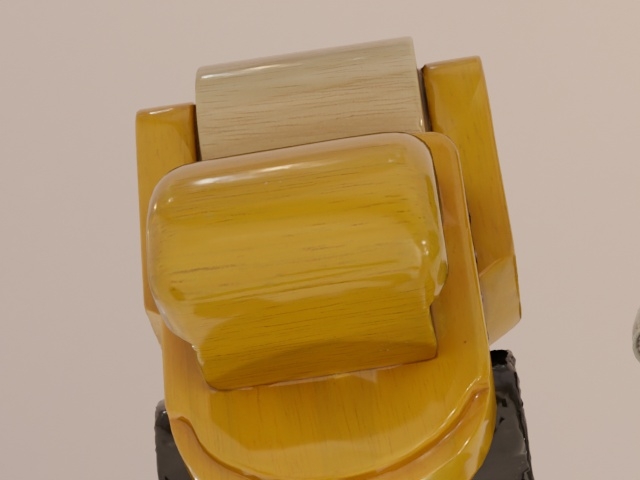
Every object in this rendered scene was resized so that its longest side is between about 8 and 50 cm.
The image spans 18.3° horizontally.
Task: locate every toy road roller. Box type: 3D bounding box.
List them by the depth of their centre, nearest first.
[{"bbox_3d":[0.000,0.000,1.037,0.241,0.202,0.330,76,6,-56],"label":"toy road roller"}]

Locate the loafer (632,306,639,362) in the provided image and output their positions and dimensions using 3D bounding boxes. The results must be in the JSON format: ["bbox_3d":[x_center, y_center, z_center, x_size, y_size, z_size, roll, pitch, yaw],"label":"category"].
[{"bbox_3d":[0.360,0.125,1.433,0.319,0.111,0.112,21,-32,31],"label":"loafer"}]
